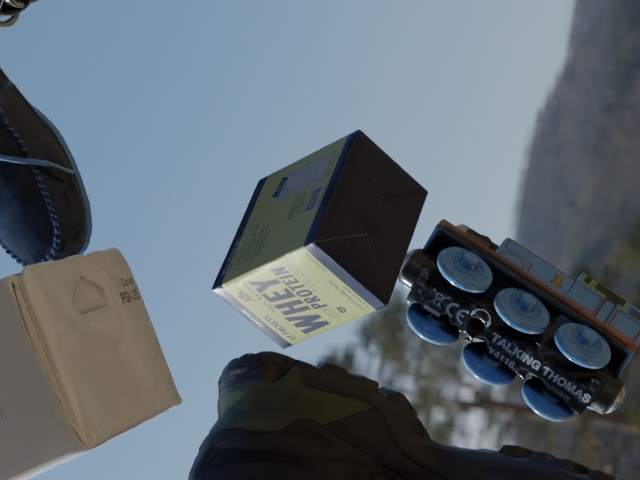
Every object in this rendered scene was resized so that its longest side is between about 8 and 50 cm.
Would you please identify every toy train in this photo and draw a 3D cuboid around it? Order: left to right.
[{"bbox_3d":[0.143,0.054,1.417,0.105,0.184,0.080,-46,-14,-55],"label":"toy train"}]

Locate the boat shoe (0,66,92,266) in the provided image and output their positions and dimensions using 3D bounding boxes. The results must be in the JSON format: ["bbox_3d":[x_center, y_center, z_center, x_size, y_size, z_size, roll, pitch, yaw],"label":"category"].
[{"bbox_3d":[-0.264,-0.080,1.419,0.109,0.258,0.089,-47,-18,25],"label":"boat shoe"}]

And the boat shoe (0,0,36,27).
[{"bbox_3d":[-0.304,-0.249,1.839,0.113,0.306,0.105,54,-156,-46],"label":"boat shoe"}]

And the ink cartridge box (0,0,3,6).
[{"bbox_3d":[-0.356,-0.242,1.649,0.234,0.193,0.088,-61,-5,34],"label":"ink cartridge box"}]

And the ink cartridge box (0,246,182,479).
[{"bbox_3d":[-0.254,0.117,1.254,0.117,0.283,0.207,66,-167,2],"label":"ink cartridge box"}]

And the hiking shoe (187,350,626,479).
[{"bbox_3d":[0.052,0.125,0.667,0.114,0.227,0.086,-66,-22,-10],"label":"hiking shoe"}]

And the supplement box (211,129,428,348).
[{"bbox_3d":[0.000,0.000,1.053,0.056,0.083,0.083,41,-131,-23],"label":"supplement box"}]
